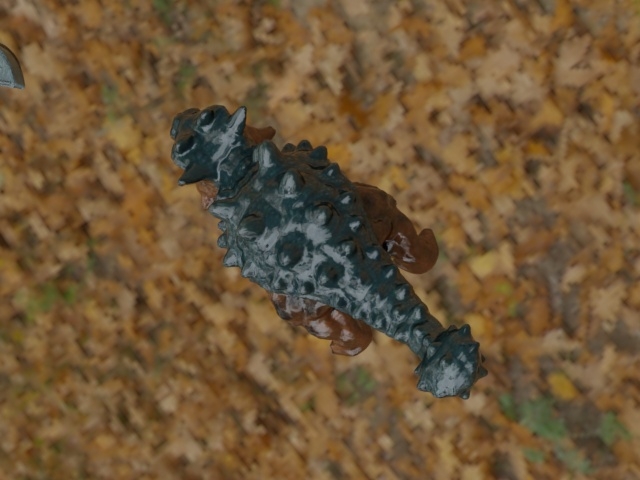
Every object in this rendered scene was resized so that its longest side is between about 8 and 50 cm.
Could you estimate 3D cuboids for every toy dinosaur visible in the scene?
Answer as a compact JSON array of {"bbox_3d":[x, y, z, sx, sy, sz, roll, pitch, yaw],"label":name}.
[{"bbox_3d":[0.000,0.000,0.452,0.154,0.049,0.055,41,179,43],"label":"toy dinosaur"}]

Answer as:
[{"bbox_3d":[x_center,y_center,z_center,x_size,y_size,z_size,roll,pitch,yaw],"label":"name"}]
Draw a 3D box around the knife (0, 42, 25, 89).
[{"bbox_3d":[-0.243,-0.115,0.921,0.210,0.028,0.015,13,169,38],"label":"knife"}]
